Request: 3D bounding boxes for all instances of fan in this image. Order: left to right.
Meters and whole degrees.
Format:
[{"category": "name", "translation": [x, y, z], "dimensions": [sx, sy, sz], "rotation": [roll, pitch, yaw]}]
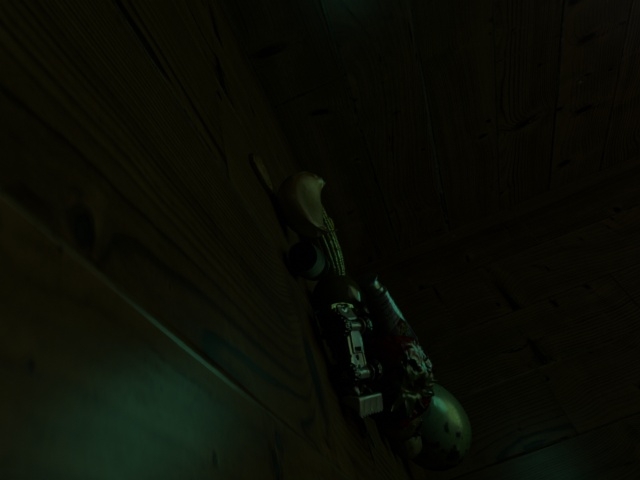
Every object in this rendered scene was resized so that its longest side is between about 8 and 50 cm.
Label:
[{"category": "fan", "translation": [0.120, 0.516, 1.291], "dimensions": [0.132, 0.009, 0.219], "rotation": [-99, 165, -70]}]

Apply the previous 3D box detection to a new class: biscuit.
[{"category": "biscuit", "translation": [-0.170, -0.203, 1.296], "dimensions": [0.140, 0.023, 0.118], "rotation": [58, 11, -62]}]

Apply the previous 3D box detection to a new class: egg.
[{"category": "egg", "translation": [0.504, 0.850, 2.100], "dimensions": [0.427, 0.345, 0.345], "rotation": [54, 3, 5]}]

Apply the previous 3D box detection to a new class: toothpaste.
[{"category": "toothpaste", "translation": [0.214, 0.237, 1.388], "dimensions": [0.114, 0.073, 0.299], "rotation": [-47, 113, -39]}]

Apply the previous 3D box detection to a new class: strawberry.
[{"category": "strawberry", "translation": [0.186, 0.389, 1.301], "dimensions": [0.277, 0.257, 0.257], "rotation": [3, -58, 54]}]

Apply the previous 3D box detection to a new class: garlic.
[{"category": "garlic", "translation": [-0.049, -0.107, 1.378], "dimensions": [0.145, 0.164, 0.244], "rotation": [90, -10, -53]}]

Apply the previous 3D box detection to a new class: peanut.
[{"category": "peanut", "translation": [0.313, 0.741, 1.806], "dimensions": [0.253, 0.122, 0.137], "rotation": [64, -5, 8]}]

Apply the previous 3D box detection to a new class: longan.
[{"category": "longan", "translation": [0.046, 0.174, 1.332], "dimensions": [0.176, 0.145, 0.154], "rotation": [5, -77, 51]}]

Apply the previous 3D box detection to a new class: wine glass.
[{"category": "wine glass", "translation": [-0.032, 0.057, 1.216], "dimensions": [0.202, 0.093, 0.092], "rotation": [50, 18, -75]}]

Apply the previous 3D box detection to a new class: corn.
[{"category": "corn", "translation": [0.000, 0.000, 1.671], "dimensions": [0.131, 0.131, 0.344], "rotation": [-101, 168, -69]}]

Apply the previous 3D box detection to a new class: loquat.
[{"category": "loquat", "translation": [0.281, 0.649, 1.663], "dimensions": [0.205, 0.172, 0.149], "rotation": [12, -56, 40]}]

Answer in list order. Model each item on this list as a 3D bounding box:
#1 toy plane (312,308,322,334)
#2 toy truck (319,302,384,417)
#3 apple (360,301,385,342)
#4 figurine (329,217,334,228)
[{"category": "toy plane", "translation": [-0.010, 0.209, 1.154], "dimensions": [0.084, 0.024, 0.077], "rotation": [-96, 180, -49]}, {"category": "toy truck", "translation": [0.076, 0.298, 1.150], "dimensions": [0.136, 0.111, 0.285], "rotation": [10, 63, -48]}, {"category": "apple", "translation": [0.163, 0.313, 1.524], "dimensions": [0.234, 0.234, 0.233], "rotation": [-22, 90, -86]}, {"category": "figurine", "translation": [0.018, -0.022, 2.080], "dimensions": [0.234, 0.128, 0.185], "rotation": [-149, -140, -81]}]
